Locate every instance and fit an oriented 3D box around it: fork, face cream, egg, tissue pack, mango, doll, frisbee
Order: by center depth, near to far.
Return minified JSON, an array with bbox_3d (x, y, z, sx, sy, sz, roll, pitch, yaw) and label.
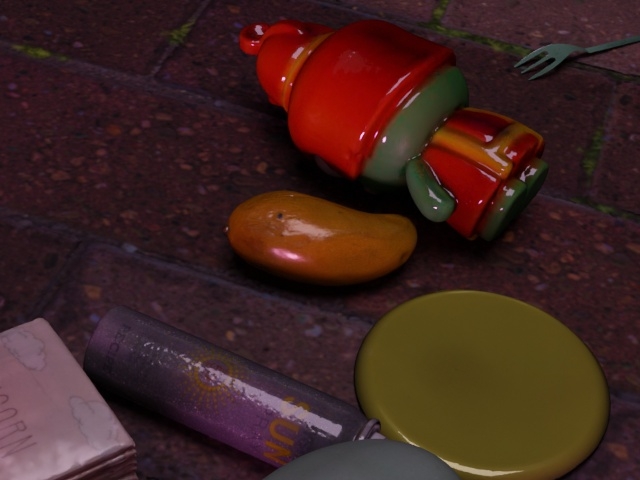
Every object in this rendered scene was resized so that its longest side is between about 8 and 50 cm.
[{"bbox_3d":[0.016,0.234,0.952,0.231,0.168,0.168,-28,53,-35],"label":"egg"},{"bbox_3d":[-0.324,0.182,1.031,0.325,0.071,0.170,-22,49,-27],"label":"tissue pack"},{"bbox_3d":[-0.063,0.138,1.113,0.284,0.073,0.073,22,45,15],"label":"face cream"},{"bbox_3d":[0.147,0.126,1.196,0.236,0.017,0.236,4,43,-3],"label":"frisbee"},{"bbox_3d":[0.000,0.000,1.270,0.190,0.075,0.098,8,48,-9],"label":"mango"},{"bbox_3d":[0.061,-0.138,1.359,0.363,0.160,0.182,30,49,23],"label":"doll"},{"bbox_3d":[0.337,-0.239,1.607,0.235,0.021,0.039,-19,52,-25],"label":"fork"}]
